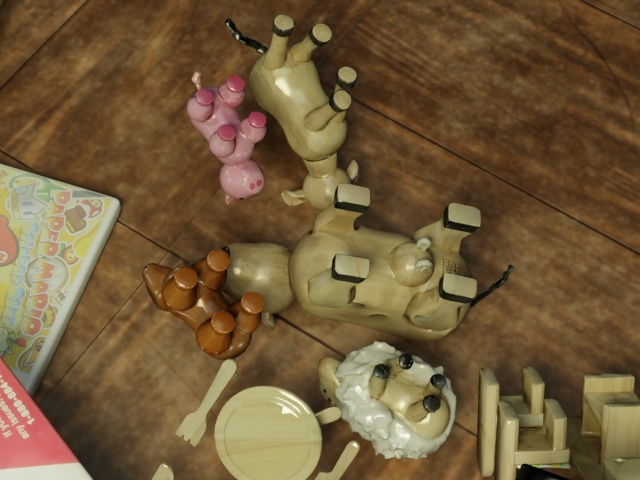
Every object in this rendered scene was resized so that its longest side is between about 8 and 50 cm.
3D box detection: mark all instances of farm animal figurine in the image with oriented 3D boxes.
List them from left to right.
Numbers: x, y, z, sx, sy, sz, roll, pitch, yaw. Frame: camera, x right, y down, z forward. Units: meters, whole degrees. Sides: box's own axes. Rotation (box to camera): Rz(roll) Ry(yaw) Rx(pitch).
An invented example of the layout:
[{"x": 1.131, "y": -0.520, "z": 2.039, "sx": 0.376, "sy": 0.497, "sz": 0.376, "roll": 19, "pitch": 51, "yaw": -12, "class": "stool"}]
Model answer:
[{"x": 0.000, "y": 0.000, "z": 1.253, "sx": 0.327, "sy": 0.172, "sz": 0.330, "roll": 26, "pitch": 61, "yaw": -4, "class": "farm animal figurine"}]

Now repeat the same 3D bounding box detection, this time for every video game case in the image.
[{"x": -0.320, "y": 0.028, "z": 1.296, "sx": 0.206, "sy": 0.026, "sz": 0.227, "roll": 16, "pitch": 59, "yaw": 7, "class": "video game case"}]

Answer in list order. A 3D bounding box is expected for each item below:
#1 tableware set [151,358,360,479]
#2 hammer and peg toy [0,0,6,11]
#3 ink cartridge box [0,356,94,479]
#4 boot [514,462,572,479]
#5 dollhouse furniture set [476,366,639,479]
[{"x": -0.066, "y": 0.197, "z": 1.142, "sx": 0.128, "sy": 0.039, "sz": 0.194, "roll": 33, "pitch": 107, "yaw": 4, "class": "tableware set"}, {"x": -0.452, "y": -0.229, "z": 1.383, "sx": 0.266, "sy": 0.127, "sz": 0.361, "roll": 9, "pitch": 49, "yaw": 3, "class": "hammer and peg toy"}, {"x": -0.335, "y": 0.296, "z": 1.048, "sx": 0.384, "sy": 0.160, "sz": 0.279, "roll": -33, "pitch": 70, "yaw": -21, "class": "ink cartridge box"}, {"x": 0.279, "y": 0.389, "z": 0.935, "sx": 0.445, "sy": 0.146, "sz": 0.367, "roll": 23, "pitch": 70, "yaw": -11, "class": "boot"}, {"x": 0.249, "y": 0.214, "z": 1.136, "sx": 0.212, "sy": 0.161, "sz": 0.242, "roll": -1, "pitch": 16, "yaw": -4, "class": "dollhouse furniture set"}]
